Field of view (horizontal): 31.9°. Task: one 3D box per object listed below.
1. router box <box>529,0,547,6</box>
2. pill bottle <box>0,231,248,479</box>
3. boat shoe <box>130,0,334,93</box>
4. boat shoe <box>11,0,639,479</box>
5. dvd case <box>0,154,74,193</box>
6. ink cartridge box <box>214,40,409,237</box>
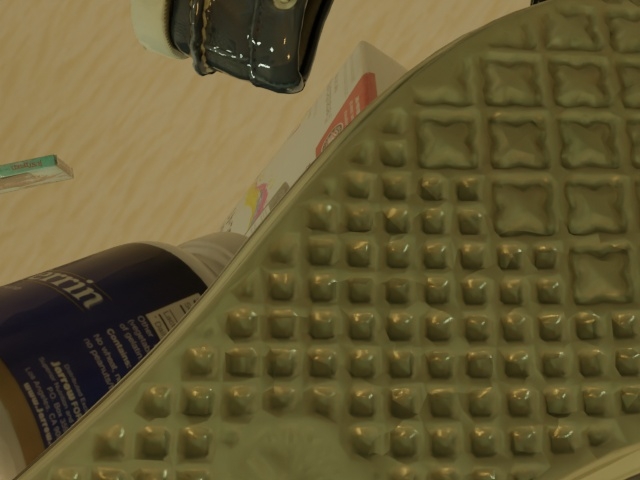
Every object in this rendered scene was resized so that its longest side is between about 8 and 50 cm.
[{"bbox_3d":[0.167,-0.175,0.678,0.038,0.122,0.092,22,146,20],"label":"router box"},{"bbox_3d":[-0.137,0.087,0.702,0.153,0.153,0.265,42,-143,22],"label":"pill bottle"},{"bbox_3d":[0.013,-0.174,0.460,0.079,0.254,0.095,23,159,12],"label":"boat shoe"},{"bbox_3d":[0.040,0.067,0.430,0.187,0.500,0.156,45,162,15],"label":"boat shoe"},{"bbox_3d":[-0.275,-0.058,1.022,0.119,0.087,0.013,170,88,-84],"label":"dvd case"},{"bbox_3d":[0.000,0.000,1.005,0.131,0.306,0.226,34,-159,-16],"label":"ink cartridge box"}]
